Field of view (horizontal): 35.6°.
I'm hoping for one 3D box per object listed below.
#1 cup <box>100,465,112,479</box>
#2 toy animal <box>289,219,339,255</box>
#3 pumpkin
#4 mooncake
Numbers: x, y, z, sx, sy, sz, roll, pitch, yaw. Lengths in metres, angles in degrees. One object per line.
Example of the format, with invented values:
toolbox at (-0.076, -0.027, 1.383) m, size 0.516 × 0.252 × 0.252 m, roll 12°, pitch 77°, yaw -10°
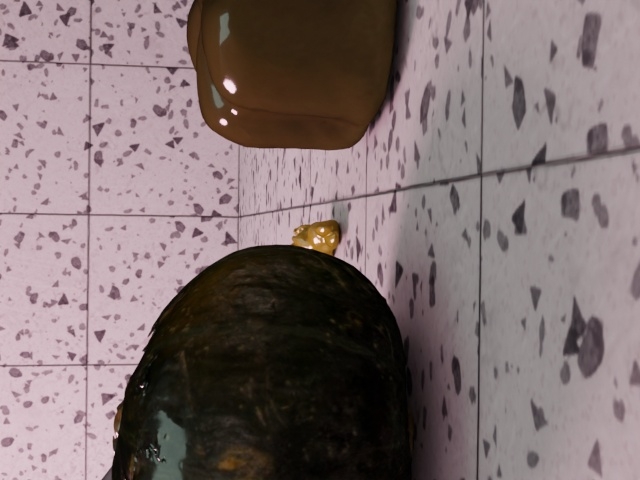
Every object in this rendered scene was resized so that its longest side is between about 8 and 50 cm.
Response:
cup at (-0.251, 0.411, 1.294) m, size 0.202 × 0.167 × 0.221 m, roll -60°, pitch -14°, yaw -54°
toy animal at (0.003, 0.000, 1.634) m, size 0.070 × 0.083 × 0.159 m, roll -64°, pitch 11°, yaw -24°
pumpkin at (-0.063, 0.227, 1.142) m, size 0.454 × 0.344 × 0.454 m, roll 1°, pitch -90°, yaw -90°
mooncake at (-0.050, -0.353, 1.369) m, size 0.467 × 0.262 × 0.467 m, roll 179°, pitch 90°, yaw -78°
